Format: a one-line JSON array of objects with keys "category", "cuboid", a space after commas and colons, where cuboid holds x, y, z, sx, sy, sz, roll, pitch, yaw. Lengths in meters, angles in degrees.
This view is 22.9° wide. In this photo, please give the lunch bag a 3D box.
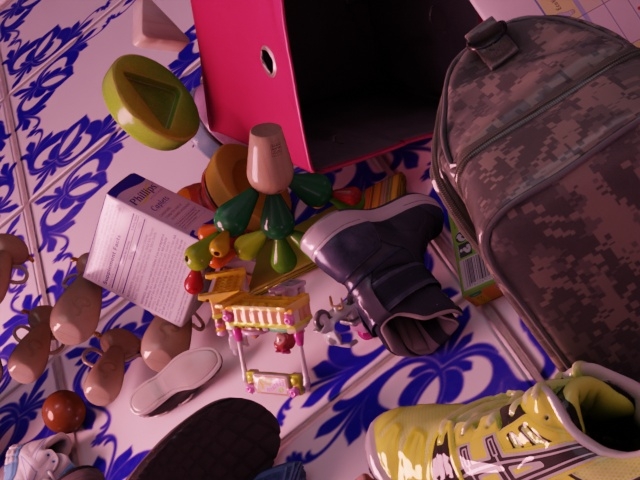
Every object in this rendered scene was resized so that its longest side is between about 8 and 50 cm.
[{"category": "lunch bag", "cuboid": [0.236, -0.025, 1.315, 0.212, 0.305, 0.256, -33, 33, 11]}]

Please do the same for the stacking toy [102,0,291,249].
[{"category": "stacking toy", "cuboid": [-0.176, -0.137, 2.010, 0.130, 0.279, 0.309, -41, 26, 31]}]

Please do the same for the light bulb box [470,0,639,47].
[{"category": "light bulb box", "cuboid": [0.317, -0.348, 1.592, 0.361, 0.358, 0.225, -28, 29, 21]}]

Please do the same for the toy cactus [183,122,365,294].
[{"category": "toy cactus", "cuboid": [-0.049, -0.033, 1.676, 0.219, 0.180, 0.112, -15, 34, -13]}]

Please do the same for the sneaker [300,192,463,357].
[{"category": "sneaker", "cuboid": [0.096, 0.037, 1.627, 0.226, 0.163, 0.086, -16, -32, -54]}]

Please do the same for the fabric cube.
[{"category": "fabric cube", "cuboid": [0.015, -0.251, 1.836, 0.259, 0.254, 0.258, -19, 24, -26]}]

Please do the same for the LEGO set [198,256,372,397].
[{"category": "LEGO set", "cuboid": [-0.062, 0.097, 1.735, 0.132, 0.107, 0.287, -19, 17, -30]}]

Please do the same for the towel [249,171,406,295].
[{"category": "towel", "cuboid": [0.000, 0.000, 1.858, 0.237, 0.021, 0.102, -27, 28, 26]}]

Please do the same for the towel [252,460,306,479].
[{"category": "towel", "cuboid": [-0.053, 0.270, 1.537, 0.067, 0.029, 0.119, -23, 34, 32]}]

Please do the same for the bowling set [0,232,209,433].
[{"category": "bowling set", "cuboid": [-0.299, 0.116, 1.910, 0.154, 0.287, 0.200, -76, 10, -55]}]

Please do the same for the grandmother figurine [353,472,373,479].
[{"category": "grandmother figurine", "cuboid": [-0.052, 0.325, 1.391, 0.342, 0.104, 0.208, -36, 21, 6]}]

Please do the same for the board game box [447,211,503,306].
[{"category": "board game box", "cuboid": [0.246, -0.039, 1.554, 0.259, 0.039, 0.124, -27, 52, 29]}]

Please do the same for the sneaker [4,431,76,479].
[{"category": "sneaker", "cuboid": [-0.321, 0.283, 1.811, 0.083, 0.071, 0.190, -28, 31, 13]}]

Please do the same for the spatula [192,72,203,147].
[{"category": "spatula", "cuboid": [-0.162, -0.227, 2.333, 0.296, 0.030, 0.084, -97, 30, -61]}]

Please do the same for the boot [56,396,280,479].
[{"category": "boot", "cuboid": [-0.209, 0.270, 1.650, 0.338, 0.118, 0.223, -43, 23, -12]}]

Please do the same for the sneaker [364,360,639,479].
[{"category": "sneaker", "cuboid": [0.185, 0.159, 1.234, 0.145, 0.147, 0.385, -26, 21, -40]}]

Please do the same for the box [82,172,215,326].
[{"category": "box", "cuboid": [-0.190, 0.010, 1.837, 0.072, 0.137, 0.126, -51, -15, -56]}]

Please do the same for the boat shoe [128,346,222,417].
[{"category": "boat shoe", "cuboid": [-0.159, 0.164, 1.805, 0.125, 0.038, 0.046, -36, 61, 12]}]

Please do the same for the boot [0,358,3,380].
[{"category": "boot", "cuboid": [-0.507, 0.259, 1.883, 0.284, 0.138, 0.377, -65, 3, -30]}]
